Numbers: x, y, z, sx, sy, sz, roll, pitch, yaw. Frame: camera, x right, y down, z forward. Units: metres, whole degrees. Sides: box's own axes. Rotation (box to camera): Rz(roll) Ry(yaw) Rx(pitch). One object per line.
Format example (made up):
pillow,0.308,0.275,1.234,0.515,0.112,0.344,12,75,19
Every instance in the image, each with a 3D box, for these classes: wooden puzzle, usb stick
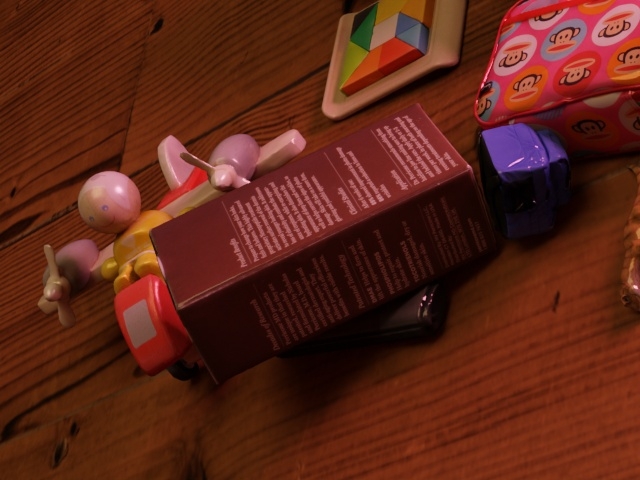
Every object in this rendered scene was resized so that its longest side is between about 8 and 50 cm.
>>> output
wooden puzzle,0.107,-0.303,2.028,0.238,0.044,0.221,-20,44,36
usb stick,0.042,0.101,1.726,0.278,0.045,0.077,-13,50,42

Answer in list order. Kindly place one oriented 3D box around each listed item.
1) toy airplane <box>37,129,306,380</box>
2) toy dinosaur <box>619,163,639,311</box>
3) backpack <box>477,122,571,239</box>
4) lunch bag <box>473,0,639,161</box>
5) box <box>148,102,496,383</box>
toy airplane,-0.225,-0.023,1.942,0.384,0.272,0.386,18,73,54
toy dinosaur,0.354,-0.028,1.478,0.112,0.064,0.212,-18,46,40
backpack,0.239,-0.062,1.593,0.101,0.120,0.098,-8,40,3
lunch bag,0.342,-0.225,1.637,0.293,0.120,0.258,-9,48,42
box,0.000,0.000,1.671,0.381,0.143,0.191,-24,34,-3
